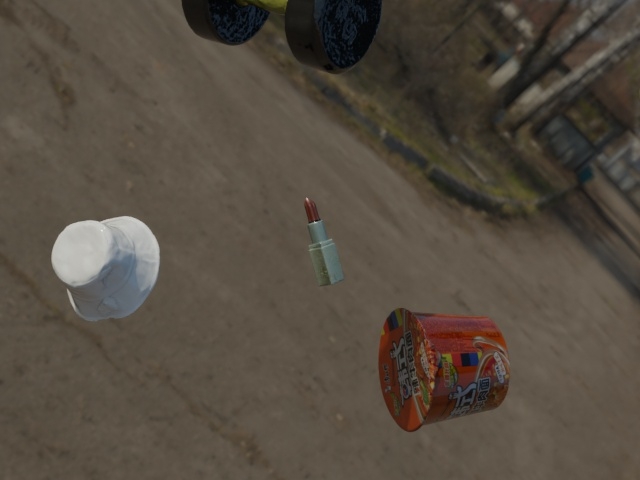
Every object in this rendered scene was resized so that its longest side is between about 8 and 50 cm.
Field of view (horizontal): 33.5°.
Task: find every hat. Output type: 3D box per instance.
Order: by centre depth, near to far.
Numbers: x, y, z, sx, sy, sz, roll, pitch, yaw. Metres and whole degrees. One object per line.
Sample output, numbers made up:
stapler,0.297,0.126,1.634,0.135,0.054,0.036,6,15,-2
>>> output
hat,-0.393,0.035,1.868,0.203,0.203,0.126,54,3,25

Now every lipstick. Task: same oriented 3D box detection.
lipstick,-0.001,0.000,1.534,0.030,0.030,0.129,-21,98,-44

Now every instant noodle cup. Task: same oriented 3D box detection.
instant noodle cup,0.254,0.254,2.160,0.192,0.250,0.250,-3,38,-21

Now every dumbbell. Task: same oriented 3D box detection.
dumbbell,-0.072,-0.427,1.897,0.322,0.203,0.204,20,-1,32

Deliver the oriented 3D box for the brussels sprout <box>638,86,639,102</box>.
brussels sprout,0.807,-0.267,2.209,0.328,0.247,0.328,26,-4,2
